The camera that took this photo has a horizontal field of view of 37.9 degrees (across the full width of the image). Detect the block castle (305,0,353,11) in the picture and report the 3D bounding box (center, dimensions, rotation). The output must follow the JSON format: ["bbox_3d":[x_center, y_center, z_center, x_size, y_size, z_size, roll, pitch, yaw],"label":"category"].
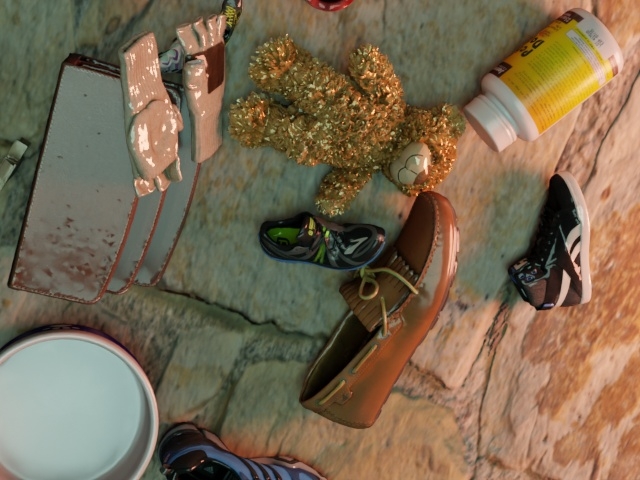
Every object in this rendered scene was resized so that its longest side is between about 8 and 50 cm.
[{"bbox_3d":[0.118,-0.509,1.172,0.453,0.213,0.303,-29,108,-1],"label":"block castle"}]

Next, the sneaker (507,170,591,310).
[{"bbox_3d":[0.340,0.010,1.416,0.121,0.079,0.217,-14,108,-6],"label":"sneaker"}]

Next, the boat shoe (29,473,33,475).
[{"bbox_3d":[-0.436,0.348,1.406,0.152,0.056,0.049,-14,102,-15],"label":"boat shoe"}]

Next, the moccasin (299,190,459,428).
[{"bbox_3d":[0.082,0.097,1.380,0.147,0.139,0.380,21,111,-21],"label":"moccasin"}]

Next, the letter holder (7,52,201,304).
[{"bbox_3d":[-0.274,-0.073,1.264,0.214,0.152,0.302,15,102,-14],"label":"letter holder"}]

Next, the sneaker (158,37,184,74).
[{"bbox_3d":[-0.190,-0.234,1.273,0.098,0.038,0.069,-50,120,-31],"label":"sneaker"}]

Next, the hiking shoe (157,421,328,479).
[{"bbox_3d":[-0.109,0.387,1.422,0.304,0.132,0.113,22,101,-14],"label":"hiking shoe"}]

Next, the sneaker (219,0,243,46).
[{"bbox_3d":[-0.126,-0.301,1.282,0.031,0.035,0.083,15,102,-13],"label":"sneaker"}]

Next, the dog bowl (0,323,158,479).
[{"bbox_3d":[-0.369,0.254,1.333,0.264,0.104,0.265,-1,94,-15],"label":"dog bowl"}]

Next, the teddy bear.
[{"bbox_3d":[0.038,-0.156,1.309,0.338,0.113,0.245,37,99,-16],"label":"teddy bear"}]

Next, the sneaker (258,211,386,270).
[{"bbox_3d":[0.000,0.000,1.334,0.188,0.078,0.067,2,66,12],"label":"sneaker"}]

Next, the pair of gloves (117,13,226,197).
[{"bbox_3d":[-0.178,-0.175,1.194,0.042,0.240,0.204,10,117,19],"label":"pair of gloves"}]

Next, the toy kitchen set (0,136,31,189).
[{"bbox_3d":[-0.450,-0.112,1.267,0.075,0.068,0.083,33,98,-15],"label":"toy kitchen set"}]

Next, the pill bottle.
[{"bbox_3d":[0.313,-0.223,1.329,0.215,0.117,0.117,-38,107,2],"label":"pill bottle"}]
